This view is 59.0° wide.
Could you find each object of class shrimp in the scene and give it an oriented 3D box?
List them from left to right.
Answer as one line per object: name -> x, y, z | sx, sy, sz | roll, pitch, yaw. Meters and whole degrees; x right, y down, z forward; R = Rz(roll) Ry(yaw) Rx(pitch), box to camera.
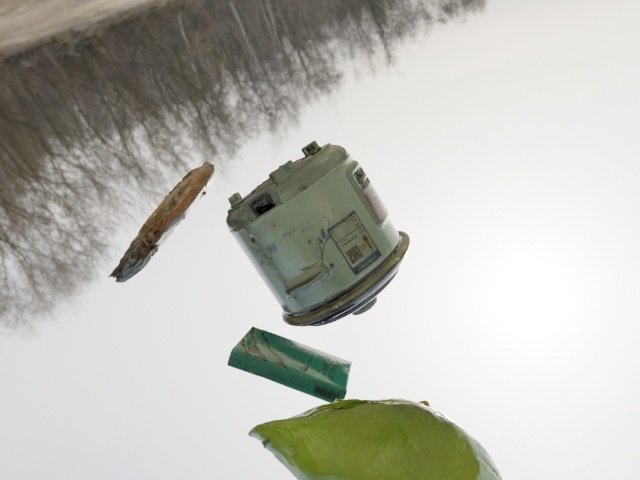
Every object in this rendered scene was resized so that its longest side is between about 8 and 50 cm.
shrimp -> -0.315, -0.042, 1.164 | 0.317, 0.062, 0.164 | -56, -158, -20

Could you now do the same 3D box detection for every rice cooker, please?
rice cooker -> 0.000, 0.000, 0.970 | 0.264, 0.317, 0.317 | -29, -159, 20

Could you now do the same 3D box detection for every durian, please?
durian -> 0.063, 0.208, 0.513 | 0.139, 0.250, 0.101 | 124, -17, -44

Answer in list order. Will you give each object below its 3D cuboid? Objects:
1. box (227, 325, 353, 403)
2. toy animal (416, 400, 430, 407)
box -> -0.053, 0.241, 1.108 | 0.226, 0.042, 0.161 | 19, -172, 4
toy animal -> 0.106, 0.391, 1.115 | 0.229, 0.156, 0.156 | 1, -150, 14
